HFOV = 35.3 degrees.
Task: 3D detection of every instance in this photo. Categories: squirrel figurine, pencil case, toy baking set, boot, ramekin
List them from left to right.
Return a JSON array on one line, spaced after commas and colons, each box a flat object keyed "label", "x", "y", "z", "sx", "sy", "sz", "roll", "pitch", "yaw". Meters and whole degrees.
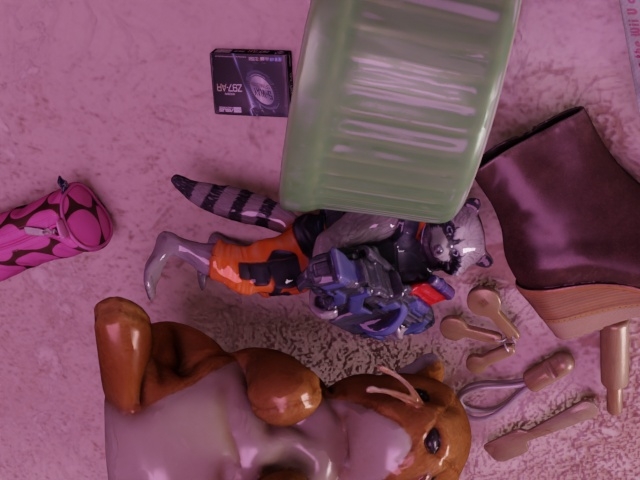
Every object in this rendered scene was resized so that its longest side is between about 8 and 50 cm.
[{"label": "pencil case", "x": -0.346, "y": 0.000, "z": 1.149, "sx": 0.209, "sy": 0.098, "sz": 0.095, "roll": -20, "pitch": 109, "yaw": 24}, {"label": "squirrel figurine", "x": -0.038, "y": 0.219, "z": 1.087, "sx": 0.370, "sy": 0.397, "sz": 0.281, "roll": -5, "pitch": 74, "yaw": -10}, {"label": "ramekin", "x": 0.070, "y": -0.159, "z": 0.846, "sx": 0.148, "sy": 0.303, "sz": 0.304, "roll": 13, "pitch": 118, "yaw": 1}, {"label": "toy baking set", "x": 0.235, "y": 0.133, "z": 1.088, "sx": 0.196, "sy": 0.030, "sz": 0.256, "roll": -4, "pitch": 119, "yaw": 19}, {"label": "boot", "x": 0.287, "y": -0.033, "z": 0.943, "sx": 0.248, "sy": 0.090, "sz": 0.207, "roll": -24, "pitch": 107, "yaw": 10}]

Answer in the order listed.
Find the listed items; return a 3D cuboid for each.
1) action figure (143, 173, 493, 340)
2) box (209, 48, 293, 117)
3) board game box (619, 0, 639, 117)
[{"label": "action figure", "x": 0.000, "y": 0.000, "z": 0.982, "sx": 0.330, "sy": 0.341, "sz": 0.179, "roll": -4, "pitch": 76, "yaw": 10}, {"label": "box", "x": -0.070, "y": -0.162, "z": 1.036, "sx": 0.083, "sy": 0.018, "sz": 0.067, "roll": 5, "pitch": 116, "yaw": 13}, {"label": "board game box", "x": 0.395, "y": -0.178, "z": 0.773, "sx": 0.303, "sy": 0.098, "sz": 0.224, "roll": 4, "pitch": 138, "yaw": 30}]
